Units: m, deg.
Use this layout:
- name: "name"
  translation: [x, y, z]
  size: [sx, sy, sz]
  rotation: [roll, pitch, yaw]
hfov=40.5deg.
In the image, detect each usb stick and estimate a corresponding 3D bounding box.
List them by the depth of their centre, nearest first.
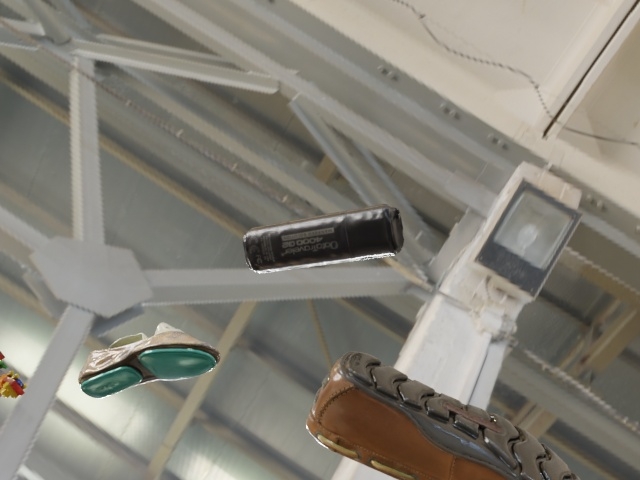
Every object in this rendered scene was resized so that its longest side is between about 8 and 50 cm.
- name: "usb stick"
  translation: [0.000, 0.000, 1.327]
  size: [0.278, 0.045, 0.077]
  rotation: [-9, -88, 33]

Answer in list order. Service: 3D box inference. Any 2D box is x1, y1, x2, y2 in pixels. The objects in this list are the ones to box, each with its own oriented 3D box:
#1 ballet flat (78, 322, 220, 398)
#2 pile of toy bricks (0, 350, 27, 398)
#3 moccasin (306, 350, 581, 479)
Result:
- name: "ballet flat"
  translation: [-0.330, 0.216, 1.671]
  size: [0.316, 0.106, 0.107]
  rotation: [-14, -48, 19]
- name: "pile of toy bricks"
  translation: [-0.644, 0.261, 1.630]
  size: [0.212, 0.105, 0.118]
  rotation: [3, -51, 54]
- name: "moccasin"
  translation: [0.160, 0.283, 1.055]
  size: [0.380, 0.139, 0.147]
  rotation: [25, -70, 2]
